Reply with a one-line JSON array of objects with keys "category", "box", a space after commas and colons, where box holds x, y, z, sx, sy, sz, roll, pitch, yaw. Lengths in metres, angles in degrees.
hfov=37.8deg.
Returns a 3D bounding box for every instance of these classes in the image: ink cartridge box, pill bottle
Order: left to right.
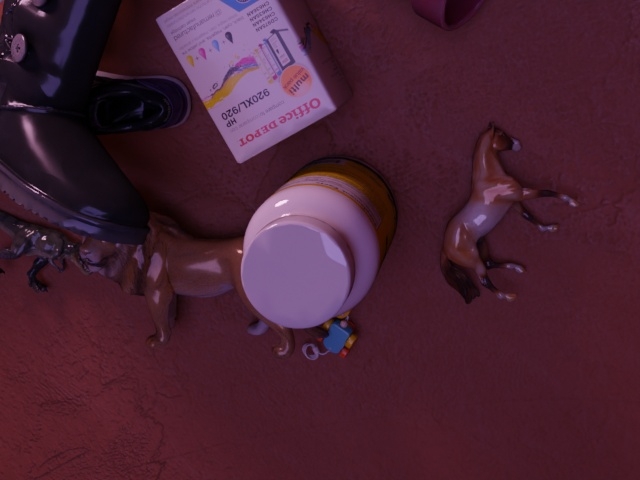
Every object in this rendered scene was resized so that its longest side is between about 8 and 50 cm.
[{"category": "ink cartridge box", "box": [-0.086, -0.260, 1.345, 0.171, 0.168, 0.233, -27, 100, 17]}, {"category": "pill bottle", "box": [0.000, 0.000, 1.314, 0.187, 0.334, 0.188, 3, 107, 11]}]

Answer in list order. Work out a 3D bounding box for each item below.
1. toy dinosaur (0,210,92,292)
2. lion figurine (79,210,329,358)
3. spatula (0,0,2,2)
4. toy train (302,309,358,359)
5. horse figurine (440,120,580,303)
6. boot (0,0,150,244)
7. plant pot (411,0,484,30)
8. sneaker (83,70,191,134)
[{"category": "toy dinosaur", "box": [-0.495, 0.017, 1.569, 0.268, 0.064, 0.118, 25, 103, 6]}, {"category": "lion figurine", "box": [-0.183, 0.048, 1.474, 0.392, 0.142, 0.240, 0, 108, 7]}, {"category": "spatula", "box": [-0.489, -0.366, 1.427, 0.242, 0.168, 0.019, -30, 57, 20]}, {"category": "toy train", "box": [0.003, 0.110, 1.502, 0.125, 0.046, 0.166, -2, 113, 31]}, {"category": "horse figurine", "box": [0.257, -0.021, 1.398, 0.174, 0.066, 0.263, 30, 107, -4]}, {"category": "boot", "box": [-0.318, -0.261, 1.293, 0.367, 0.146, 0.445, 28, 101, 23]}, {"category": "plant pot", "box": [0.146, -0.413, 1.252, 0.180, 0.201, 0.201, 34, 110, 16]}, {"category": "sneaker", "box": [-0.352, -0.210, 1.437, 0.283, 0.124, 0.107, -3, 105, 12]}]
